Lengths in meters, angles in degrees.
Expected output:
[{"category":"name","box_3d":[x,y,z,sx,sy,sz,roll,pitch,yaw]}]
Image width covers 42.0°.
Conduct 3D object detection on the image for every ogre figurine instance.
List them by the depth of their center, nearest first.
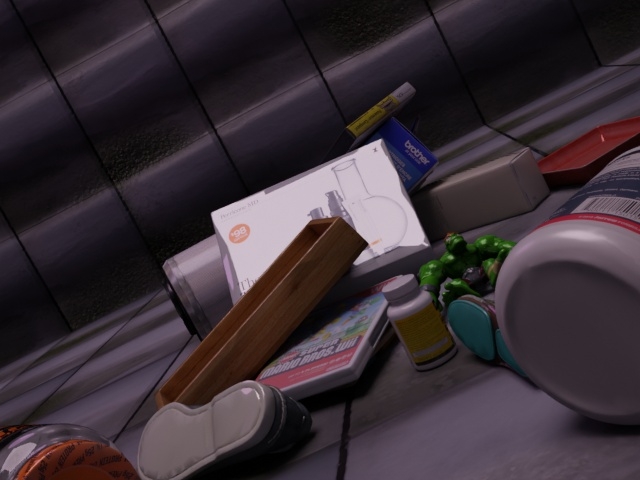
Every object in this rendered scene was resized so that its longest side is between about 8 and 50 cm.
[{"category":"ogre figurine","box_3d":[0.224,0.046,1.266,0.197,0.097,0.118,-42,26,4]}]

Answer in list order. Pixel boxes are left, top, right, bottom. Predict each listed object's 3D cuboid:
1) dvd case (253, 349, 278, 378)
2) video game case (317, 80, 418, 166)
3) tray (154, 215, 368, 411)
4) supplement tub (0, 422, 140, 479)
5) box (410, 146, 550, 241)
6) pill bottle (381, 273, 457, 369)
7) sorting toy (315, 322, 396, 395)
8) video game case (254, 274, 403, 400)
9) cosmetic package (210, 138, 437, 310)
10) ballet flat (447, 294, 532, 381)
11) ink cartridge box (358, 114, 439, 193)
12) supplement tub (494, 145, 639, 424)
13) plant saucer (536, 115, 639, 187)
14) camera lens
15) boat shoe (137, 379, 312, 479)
[{"category":"dvd case","box_3d":[-0.113,0.218,1.537,0.221,0.018,0.164,-21,9,42]},{"category":"video game case","box_3d":[0.078,-0.208,1.837,0.248,0.035,0.275,-41,-6,-39]},{"category":"tray","box_3d":[-0.102,0.136,1.371,0.411,0.076,0.203,-49,10,-9]},{"category":"supplement tub","box_3d":[-0.351,0.323,1.026,0.194,0.193,0.316,-34,11,-38]},{"category":"box","box_3d":[0.322,-0.091,1.725,0.275,0.113,0.094,-18,13,45]},{"category":"pill bottle","box_3d":[0.127,0.106,1.094,0.065,0.116,0.065,-27,9,4]},{"category":"sorting toy","box_3d":[0.029,0.177,1.281,0.193,0.038,0.208,-22,15,37]},{"category":"video game case","box_3d":[0.010,0.154,1.264,0.204,0.025,0.285,-24,13,28]},{"category":"cosmetic package","box_3d":[0.000,0.000,1.590,0.377,0.097,0.284,-23,51,5]},{"category":"ballet flat","box_3d":[0.225,0.108,0.966,0.079,0.076,0.221,-11,9,-13]},{"category":"ink cartridge box","box_3d":[0.104,-0.102,1.848,0.395,0.151,0.270,-43,-4,-8]},{"category":"supplement tub","box_3d":[0.305,0.022,0.767,0.272,0.191,0.191,-34,10,-38]},{"category":"plant saucer","box_3d":[0.561,-0.177,1.700,0.258,0.047,0.259,-30,8,-16]},{"category":"camera lens","box_3d":[-0.213,0.092,1.937,0.274,0.219,0.219,-29,8,-10]},{"category":"boat shoe","box_3d":[-0.139,0.271,1.130,0.099,0.116,0.319,21,-36,-36]}]
